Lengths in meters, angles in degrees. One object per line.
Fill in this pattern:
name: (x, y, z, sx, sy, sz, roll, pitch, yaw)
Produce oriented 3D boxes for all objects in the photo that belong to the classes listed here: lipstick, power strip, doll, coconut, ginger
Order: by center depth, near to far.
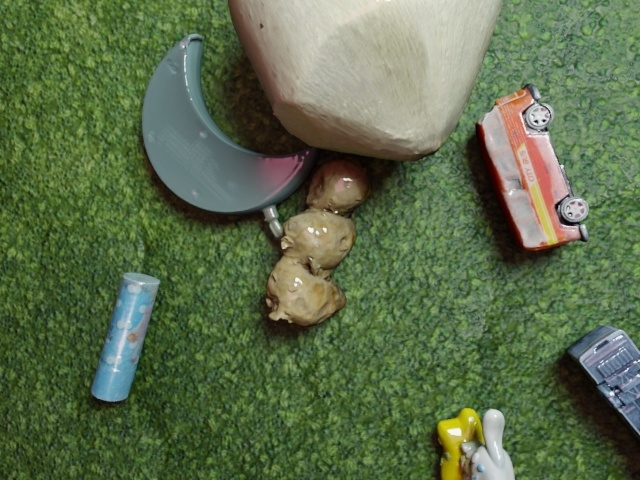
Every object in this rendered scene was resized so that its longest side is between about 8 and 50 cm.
coconut: (0.046, -0.200, 0.452, 0.237, 0.237, 0.266, -30, 88, 9)
doll: (0.179, 0.251, 0.504, 0.071, 0.113, 0.136, -4, 70, -10)
ginger: (0.000, 0.000, 0.542, 0.104, 0.080, 0.204, 13, 95, -30)
power strip: (-0.116, -0.112, 0.570, 0.253, 0.054, 0.167, 45, 100, 5)
lipstick: (-0.249, 0.122, 0.600, 0.048, 0.048, 0.158, 18, 94, 8)

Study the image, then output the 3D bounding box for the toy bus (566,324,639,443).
toy bus: (0.344, 0.176, 0.493, 0.064, 0.075, 0.191, -39, 87, 9)

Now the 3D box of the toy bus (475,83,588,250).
toy bus: (0.224, -0.074, 0.508, 0.077, 0.079, 0.175, -20, 88, 19)
